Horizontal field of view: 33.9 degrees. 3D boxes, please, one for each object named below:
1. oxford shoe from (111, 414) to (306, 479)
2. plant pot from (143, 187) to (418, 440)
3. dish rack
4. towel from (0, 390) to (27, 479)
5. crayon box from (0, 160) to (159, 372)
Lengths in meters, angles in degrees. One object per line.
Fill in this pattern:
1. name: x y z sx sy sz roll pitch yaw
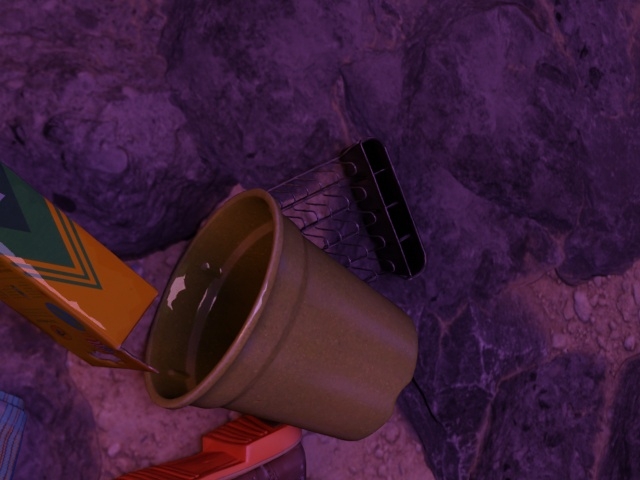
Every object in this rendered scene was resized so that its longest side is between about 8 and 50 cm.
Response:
1. oxford shoe: -0.158 0.332 1.269 0.364 0.130 0.133 -21 104 -32
2. plant pot: -0.033 0.116 1.266 0.254 0.276 0.276 29 72 -26
3. dish rack: 0.000 0.000 1.421 0.271 0.074 0.208 -28 101 -31
4. towel: -0.428 0.287 1.037 0.271 0.040 0.370 37 45 -43
5. crayon box: -0.314 0.023 1.144 0.318 0.202 0.081 43 66 -24
